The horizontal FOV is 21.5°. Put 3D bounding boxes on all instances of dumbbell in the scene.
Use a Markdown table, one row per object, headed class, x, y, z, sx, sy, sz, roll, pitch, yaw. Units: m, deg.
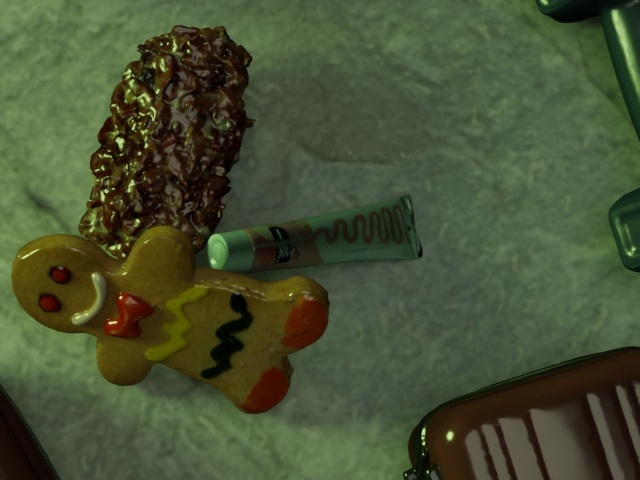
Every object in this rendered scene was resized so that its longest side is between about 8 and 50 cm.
| class | x | y | z | sx | sy | sz | roll | pitch | yaw |
| --- | --- | --- | --- | --- | --- | --- | --- | --- | --- |
| dumbbell | 0.286 | -0.134 | 1.450 | 0.156 | 0.143 | 0.316 | -17 | 84 | -12 |

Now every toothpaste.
| class | x | y | z | sx | sy | sz | roll | pitch | yaw |
| --- | --- | --- | --- | --- | --- | --- | --- | --- | --- |
| toothpaste | 0.000 | 0.000 | 1.408 | 0.205 | 0.036 | 0.056 | -8 | 85 | -36 |

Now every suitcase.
| class | x | y | z | sx | sy | sz | roll | pitch | yaw |
| --- | --- | --- | --- | --- | --- | --- | --- | --- | --- |
| suitcase | 0.213 | 0.249 | 1.365 | 0.236 | 0.161 | 0.297 | -16 | 83 | -11 |

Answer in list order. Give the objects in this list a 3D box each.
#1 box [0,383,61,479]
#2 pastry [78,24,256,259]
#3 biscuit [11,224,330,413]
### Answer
| class | x | y | z | sx | sy | sz | roll | pitch | yaw |
| --- | --- | --- | --- | --- | --- | --- | --- | --- | --- |
| box | -0.305 | 0.271 | 1.304 | 0.263 | 0.108 | 0.404 | -28 | 86 | -12 |
| pastry | -0.125 | -0.076 | 1.396 | 0.115 | 0.097 | 0.208 | 17 | 79 | -25 |
| biscuit | -0.128 | 0.062 | 1.351 | 0.250 | 0.165 | 0.036 | 19 | 35 | -11 |
